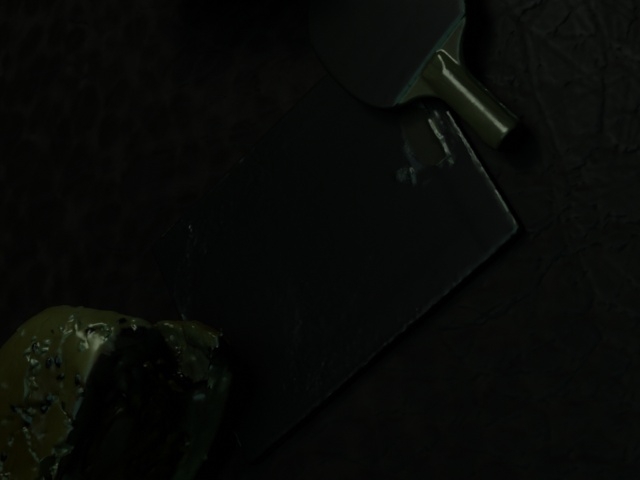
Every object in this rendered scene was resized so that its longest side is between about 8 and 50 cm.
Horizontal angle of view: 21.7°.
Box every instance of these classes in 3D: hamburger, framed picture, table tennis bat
[{"bbox_3d":[-0.211,0.168,1.440,0.192,0.168,0.288,32,105,39],"label":"hamburger"},{"bbox_3d":[0.000,0.000,1.413,0.324,0.013,0.244,-42,58,24],"label":"framed picture"},{"bbox_3d":[0.078,-0.158,1.358,0.246,0.022,0.138,48,111,30],"label":"table tennis bat"}]
